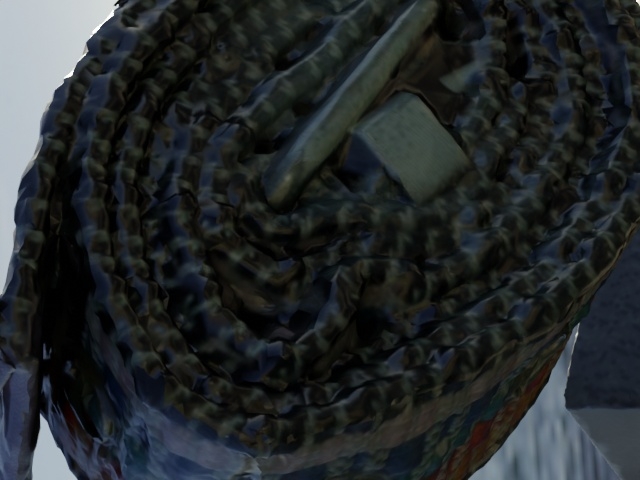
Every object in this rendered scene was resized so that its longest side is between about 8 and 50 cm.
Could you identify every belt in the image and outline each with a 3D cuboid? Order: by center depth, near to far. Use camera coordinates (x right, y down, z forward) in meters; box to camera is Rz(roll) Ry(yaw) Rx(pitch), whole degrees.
[{"bbox_3d":[0.000,0.000,0.679,0.295,0.207,0.160,-57,-5,-33],"label":"belt"}]

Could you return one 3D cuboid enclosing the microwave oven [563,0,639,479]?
[{"bbox_3d":[0.362,-0.034,1.132,0.236,0.374,0.432,49,-131,-48],"label":"microwave oven"}]
